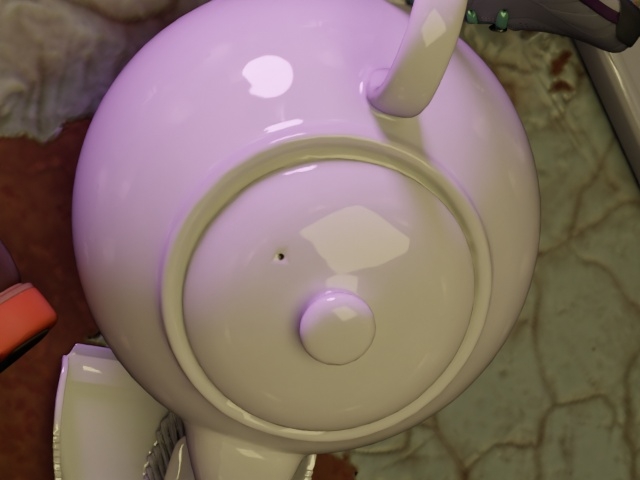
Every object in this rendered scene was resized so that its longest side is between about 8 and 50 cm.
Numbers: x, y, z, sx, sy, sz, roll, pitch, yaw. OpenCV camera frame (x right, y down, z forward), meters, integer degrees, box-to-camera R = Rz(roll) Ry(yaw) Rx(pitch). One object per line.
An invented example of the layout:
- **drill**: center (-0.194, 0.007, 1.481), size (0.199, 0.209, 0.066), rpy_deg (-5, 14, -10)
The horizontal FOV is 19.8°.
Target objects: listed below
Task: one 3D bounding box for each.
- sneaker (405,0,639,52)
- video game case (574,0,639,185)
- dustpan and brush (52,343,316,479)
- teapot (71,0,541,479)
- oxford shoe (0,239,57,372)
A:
- **sneaker**: center (0.056, -0.139, 0.960), size (0.223, 0.083, 0.098), rpy_deg (30, 99, -2)
- **video game case**: center (0.319, -0.092, 1.088), size (0.300, 0.036, 0.329), rpy_deg (-31, 108, -13)
- **dustpan and brush**: center (-0.081, 0.172, 0.969), size (0.147, 0.060, 0.211), rpy_deg (10, 94, -21)
- **teapot**: center (0.000, 0.000, 0.877), size (0.252, 0.187, 0.256), rpy_deg (-26, 111, 3)
- **oxford shoe**: center (-0.265, 0.079, 0.887), size (0.271, 0.097, 0.098), rpy_deg (-35, 88, -16)
